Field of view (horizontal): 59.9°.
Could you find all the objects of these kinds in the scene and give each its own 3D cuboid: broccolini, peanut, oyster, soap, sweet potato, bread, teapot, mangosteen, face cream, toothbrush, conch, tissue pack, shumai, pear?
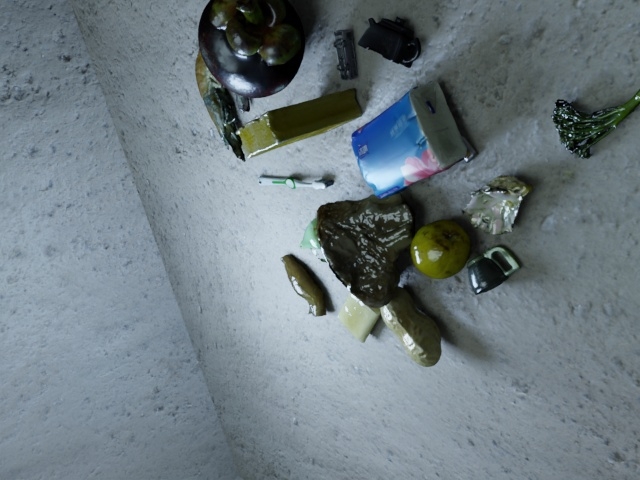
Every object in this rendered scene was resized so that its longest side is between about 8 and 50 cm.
[{"bbox_3d":[0.527,-0.273,1.031,0.123,0.062,0.271,38,145,10],"label":"broccolini"},{"bbox_3d":[0.269,0.243,1.643,0.274,0.125,0.111,56,158,22],"label":"peanut"},{"bbox_3d":[0.411,-0.088,1.303,0.133,0.072,0.209,37,157,24],"label":"oyster"},{"bbox_3d":[-0.058,-0.324,1.535,0.199,0.315,0.091,-13,101,53],"label":"soap"},{"bbox_3d":[-0.069,0.165,2.059,0.286,0.085,0.112,50,147,19],"label":"sweet potato"},{"bbox_3d":[0.134,0.244,1.867,0.139,0.060,0.178,47,141,21],"label":"bread"},{"bbox_3d":[0.422,0.071,1.386,0.091,0.124,0.092,63,-176,16],"label":"teapot"},{"bbox_3d":[-0.184,-0.565,1.560,0.330,0.330,0.330,30,133,38],"label":"mangosteen"},{"bbox_3d":[0.340,-0.228,1.336,0.083,0.021,0.040,55,145,13],"label":"face cream"},{"bbox_3d":[0.174,-0.488,1.341,0.177,0.087,0.096,39,115,31],"label":"teapot"},{"bbox_3d":[-0.106,-0.198,1.914,0.418,0.040,0.042,8,120,50],"label":"toothbrush"},{"bbox_3d":[0.011,0.014,1.832,0.250,0.143,0.137,110,167,-60],"label":"conch"},{"bbox_3d":[0.207,-0.240,1.384,0.270,0.137,0.209,-23,87,61],"label":"tissue pack"},{"bbox_3d":[0.155,-0.005,1.598,0.283,0.217,0.346,-38,77,12],"label":"shumai"},{"bbox_3d":[0.308,0.023,1.429,0.149,0.149,0.162,54,149,13],"label":"pear"}]

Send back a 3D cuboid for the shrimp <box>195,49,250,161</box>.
[{"bbox_3d":[-0.324,-0.499,1.983,0.272,0.085,0.445,-7,102,48],"label":"shrimp"}]

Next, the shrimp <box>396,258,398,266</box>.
[{"bbox_3d":[0.180,0.079,1.722,0.126,0.047,0.223,59,147,24],"label":"shrimp"}]

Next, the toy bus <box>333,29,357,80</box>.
[{"bbox_3d":[0.068,-0.497,1.490,0.037,0.052,0.130,14,124,42],"label":"toy bus"}]
